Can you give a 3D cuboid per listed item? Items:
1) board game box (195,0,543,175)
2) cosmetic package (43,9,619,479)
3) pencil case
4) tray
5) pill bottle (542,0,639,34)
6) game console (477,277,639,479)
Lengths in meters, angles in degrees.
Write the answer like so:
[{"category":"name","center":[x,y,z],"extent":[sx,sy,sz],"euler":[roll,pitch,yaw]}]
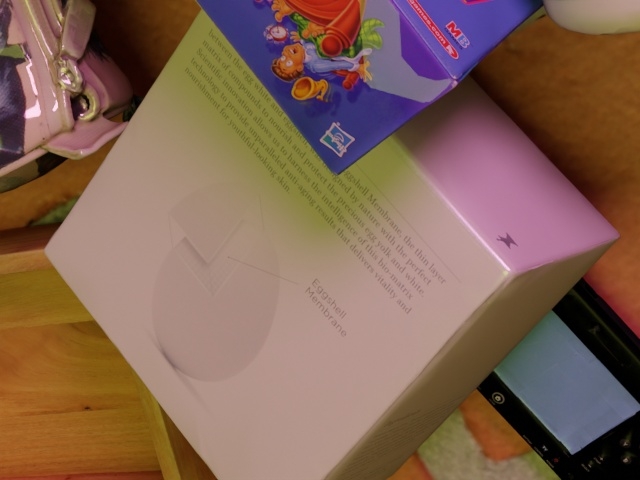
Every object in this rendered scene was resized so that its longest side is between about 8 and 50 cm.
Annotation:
[{"category":"board game box","center":[-0.028,-0.224,0.684],"extent":[0.078,0.233,0.347],"euler":[-37,93,34]},{"category":"cosmetic package","center":[0.000,0.000,0.788],"extent":[0.224,0.138,0.225],"euler":[50,123,18]},{"category":"pencil case","center":[-0.240,-0.225,0.815],"extent":[0.183,0.160,0.410],"euler":[-11,106,35]},{"category":"tray","center":[-0.279,0.105,1.013],"extent":[0.410,0.076,0.203],"euler":[-7,108,26]},{"category":"pill bottle","center":[0.146,-0.289,0.604],"extent":[0.204,0.204,0.361],"euler":[-12,105,26]},{"category":"game console","center":[0.183,0.138,0.850],"extent":[0.361,0.044,0.213],"euler":[47,120,0]}]
